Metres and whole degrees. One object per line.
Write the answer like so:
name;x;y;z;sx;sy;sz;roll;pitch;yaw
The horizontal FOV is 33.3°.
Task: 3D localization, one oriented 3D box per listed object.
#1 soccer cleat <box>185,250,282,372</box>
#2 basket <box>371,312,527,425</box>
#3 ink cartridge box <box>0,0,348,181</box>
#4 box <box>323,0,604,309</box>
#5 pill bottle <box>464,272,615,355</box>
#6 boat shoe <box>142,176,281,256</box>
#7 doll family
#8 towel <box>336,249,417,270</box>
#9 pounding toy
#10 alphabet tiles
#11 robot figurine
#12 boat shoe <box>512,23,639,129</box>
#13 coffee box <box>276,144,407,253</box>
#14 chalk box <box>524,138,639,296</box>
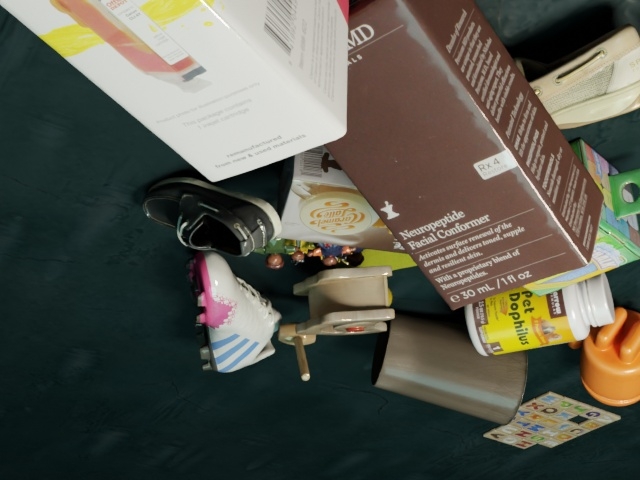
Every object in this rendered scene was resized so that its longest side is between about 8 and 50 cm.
soccer cleat;-0.134;0.105;1.712;0.143;0.116;0.331;-12;151;-9
basket;0.209;0.206;1.795;0.227;0.204;0.154;13;102;-4
ink cartridge box;-0.138;-0.276;0.940;0.160;0.279;0.385;-16;143;28
box;0.135;-0.118;1.183;0.191;0.143;0.381;-23;116;37
pill bottle;0.341;0.107;1.666;0.215;0.117;0.117;-13;145;21
boat shoe;-0.165;-0.029;1.451;0.233;0.079;0.084;13;138;37
doll family;0.000;0.000;1.551;0.193;0.076;0.111;6;130;1
towel;0.130;0.016;1.623;0.237;0.021;0.102;-11;144;20
pounding toy;0.044;0.134;1.646;0.154;0.154;0.269;1;168;-20
alphabet tiles;0.454;0.374;2.182;0.198;0.009;0.237;21;142;-28
robot figurine;0.498;0.196;1.795;0.158;0.128;0.219;-6;146;7
boat shoe;0.242;-0.172;1.264;0.302;0.109;0.098;-14;109;38
coffee box;0.074;-0.063;1.428;0.247;0.098;0.141;8;147;-9
chalk box;0.338;-0.035;1.432;0.213;0.132;0.132;-27;138;36
